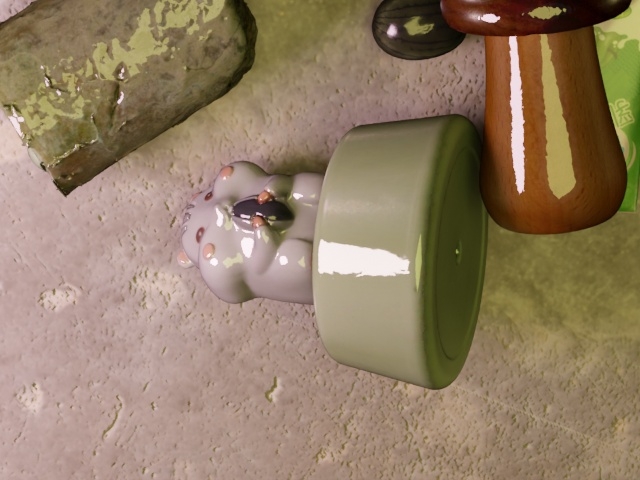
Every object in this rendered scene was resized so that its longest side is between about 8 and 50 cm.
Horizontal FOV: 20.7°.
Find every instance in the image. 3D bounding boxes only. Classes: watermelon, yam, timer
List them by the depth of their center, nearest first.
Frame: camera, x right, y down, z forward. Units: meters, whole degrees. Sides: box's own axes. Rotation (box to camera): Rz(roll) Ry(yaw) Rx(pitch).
[{"bbox_3d":[-0.209,-0.195,1.829,0.300,0.195,0.195,-34,104,4],"label":"yam"},{"bbox_3d":[0.000,0.000,1.881,0.315,0.291,0.291,5,103,16],"label":"timer"},{"bbox_3d":[0.111,-0.236,1.907,0.110,0.078,0.078,-7,104,-5],"label":"watermelon"}]

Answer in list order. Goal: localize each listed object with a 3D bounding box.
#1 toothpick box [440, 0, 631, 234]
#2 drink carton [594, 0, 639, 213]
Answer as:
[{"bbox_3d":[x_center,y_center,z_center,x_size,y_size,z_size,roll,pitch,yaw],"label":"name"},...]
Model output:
[{"bbox_3d":[0.225,-0.164,1.774,0.192,0.192,0.294,-9,109,-4],"label":"toothpick box"},{"bbox_3d":[0.277,-0.169,1.923,0.161,0.108,0.271,3,104,-4],"label":"drink carton"}]
